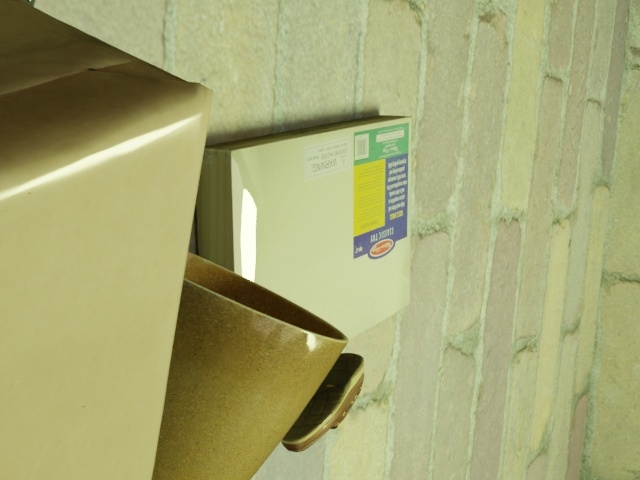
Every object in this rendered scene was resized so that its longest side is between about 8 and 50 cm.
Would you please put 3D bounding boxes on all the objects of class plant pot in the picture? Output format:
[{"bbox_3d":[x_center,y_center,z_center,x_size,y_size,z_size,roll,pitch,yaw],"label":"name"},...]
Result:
[{"bbox_3d":[-0.137,0.145,0.730,0.237,0.237,0.254,23,93,-58],"label":"plant pot"}]

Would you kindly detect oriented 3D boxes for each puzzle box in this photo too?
[{"bbox_3d":[0.000,0.000,1.052,0.409,0.052,0.272,-20,113,-56],"label":"puzzle box"}]

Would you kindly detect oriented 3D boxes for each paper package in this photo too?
[{"bbox_3d":[-0.222,0.070,0.409,0.309,0.168,0.325,-30,142,-48],"label":"paper package"}]

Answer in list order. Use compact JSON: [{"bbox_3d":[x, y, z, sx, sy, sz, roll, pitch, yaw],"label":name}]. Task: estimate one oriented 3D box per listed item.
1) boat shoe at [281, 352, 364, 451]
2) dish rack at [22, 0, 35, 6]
[{"bbox_3d":[0.009,0.213,1.102,0.178,0.064,0.060,-43,130,-49],"label":"boat shoe"},{"bbox_3d":[-0.271,-0.100,0.460,0.271,0.074,0.208,10,95,-68],"label":"dish rack"}]
